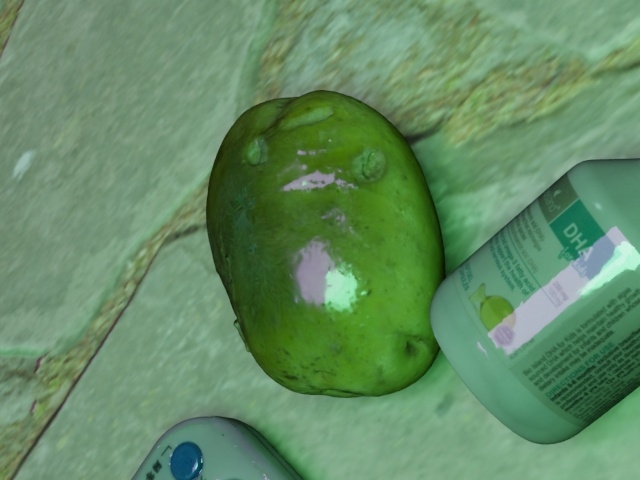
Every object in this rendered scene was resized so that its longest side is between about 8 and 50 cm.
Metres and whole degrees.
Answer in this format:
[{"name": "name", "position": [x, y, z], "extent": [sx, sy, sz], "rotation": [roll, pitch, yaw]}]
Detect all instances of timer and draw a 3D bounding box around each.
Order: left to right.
[{"name": "timer", "position": [-0.085, 0.253, 0.961], "extent": [0.191, 0.069, 0.208], "rotation": [42, 102, 31]}]

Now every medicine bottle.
[{"name": "medicine bottle", "position": [0.187, 0.020, 0.794], "extent": [0.215, 0.135, 0.135], "rotation": [-43, 61, 19]}]

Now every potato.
[{"name": "potato", "position": [-0.001, 0.001, 0.913], "extent": [0.197, 0.148, 0.229], "rotation": [-12, 78, 59]}]
